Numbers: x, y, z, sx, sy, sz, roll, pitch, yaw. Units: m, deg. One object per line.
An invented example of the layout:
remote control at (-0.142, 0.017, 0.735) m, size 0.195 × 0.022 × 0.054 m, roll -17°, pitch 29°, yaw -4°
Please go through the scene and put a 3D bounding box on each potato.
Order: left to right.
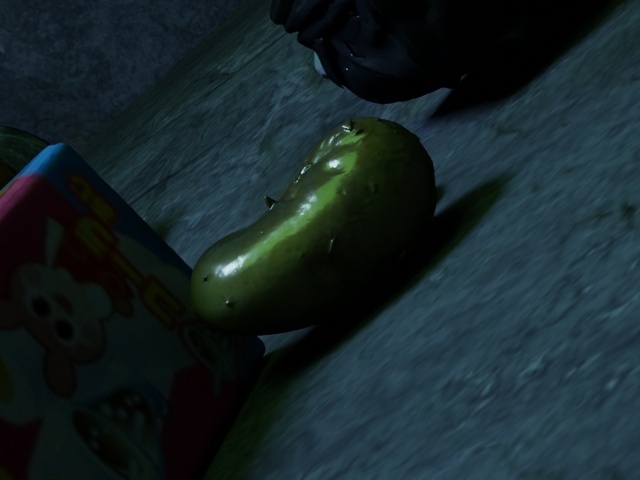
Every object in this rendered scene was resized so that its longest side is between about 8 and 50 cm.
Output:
potato at (0.000, 0.000, 0.933) m, size 0.138 × 0.070 × 0.091 m, roll -42°, pitch 12°, yaw 13°

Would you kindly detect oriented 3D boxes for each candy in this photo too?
candy at (-0.148, 0.093, 0.875) m, size 0.100 × 0.157 × 0.306 m, roll -38°, pitch 12°, yaw 28°

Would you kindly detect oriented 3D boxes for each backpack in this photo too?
backpack at (0.106, -0.178, 1.133) m, size 0.258 × 0.133 × 0.206 m, roll -39°, pitch 1°, yaw -12°

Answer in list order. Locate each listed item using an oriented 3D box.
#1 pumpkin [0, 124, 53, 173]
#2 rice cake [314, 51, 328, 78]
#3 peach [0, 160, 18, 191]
pumpkin at (-0.323, 0.040, 1.638) m, size 0.300 × 0.207 × 0.300 m, roll -28°, pitch 21°, yaw 12°
rice cake at (0.057, -0.137, 1.360) m, size 0.081 × 0.051 × 0.290 m, roll -11°, pitch 5°, yaw -13°
peach at (-0.317, 0.056, 1.217) m, size 0.372 × 0.290 × 0.372 m, roll -30°, pitch -17°, yaw -10°
